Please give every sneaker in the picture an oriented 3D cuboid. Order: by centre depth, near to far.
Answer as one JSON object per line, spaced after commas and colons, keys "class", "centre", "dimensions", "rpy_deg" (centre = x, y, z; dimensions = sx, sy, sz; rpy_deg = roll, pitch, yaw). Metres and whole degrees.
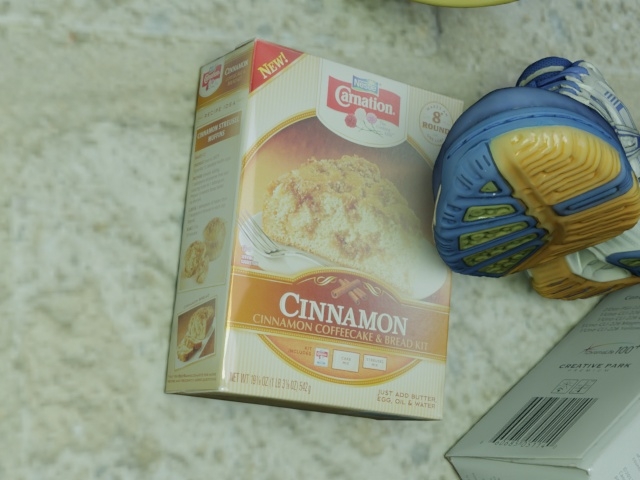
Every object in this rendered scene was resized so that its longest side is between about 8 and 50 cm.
{"class": "sneaker", "centre": [0.124, -0.049, 0.708], "dimensions": [0.296, 0.111, 0.131], "rpy_deg": [27, 49, -66]}

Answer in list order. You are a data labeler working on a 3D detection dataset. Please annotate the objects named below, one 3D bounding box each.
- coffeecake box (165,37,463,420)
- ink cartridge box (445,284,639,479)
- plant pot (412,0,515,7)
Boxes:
{"class": "coffeecake box", "centre": [0.000, 0.000, 0.685], "dimensions": [0.142, 0.068, 0.186], "rpy_deg": [12, 77, -31]}
{"class": "ink cartridge box", "centre": [0.276, 0.180, 0.799], "dimensions": [0.272, 0.130, 0.309], "rpy_deg": [-38, 104, -29]}
{"class": "plant pot", "centre": [0.109, -0.296, 0.706], "dimensions": [0.254, 0.254, 0.239], "rpy_deg": [54, 44, -15]}
